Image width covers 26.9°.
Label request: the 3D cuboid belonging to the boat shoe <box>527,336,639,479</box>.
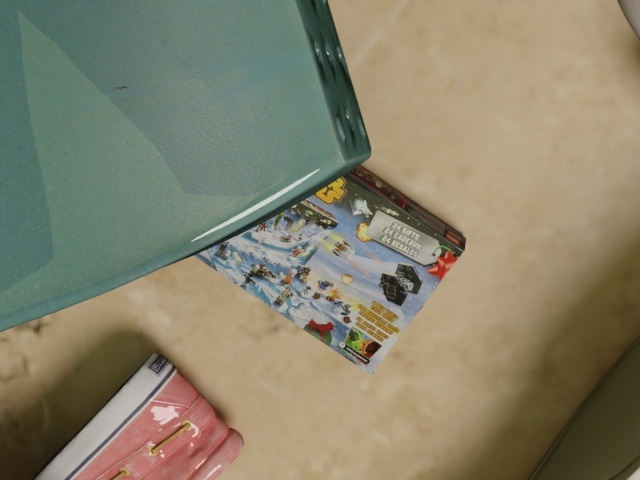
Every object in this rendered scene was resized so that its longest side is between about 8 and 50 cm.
[{"bbox_3d":[0.176,0.157,0.727,0.113,0.127,0.340,33,112,-4],"label":"boat shoe"}]

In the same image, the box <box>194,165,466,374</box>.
[{"bbox_3d":[0.000,0.000,0.752,0.137,0.027,0.094,35,110,-3],"label":"box"}]

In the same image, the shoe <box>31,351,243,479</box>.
[{"bbox_3d":[-0.127,0.153,0.805,0.081,0.063,0.178,43,106,-3],"label":"shoe"}]

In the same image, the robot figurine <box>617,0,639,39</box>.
[{"bbox_3d":[0.274,-0.124,0.577,0.353,0.200,0.300,27,126,-1],"label":"robot figurine"}]

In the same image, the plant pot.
[{"bbox_3d":[-0.103,-0.056,0.668,0.234,0.166,0.165,-16,93,10],"label":"plant pot"}]
